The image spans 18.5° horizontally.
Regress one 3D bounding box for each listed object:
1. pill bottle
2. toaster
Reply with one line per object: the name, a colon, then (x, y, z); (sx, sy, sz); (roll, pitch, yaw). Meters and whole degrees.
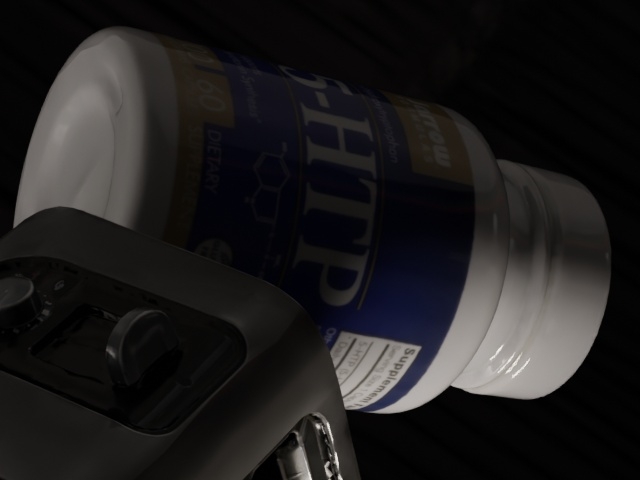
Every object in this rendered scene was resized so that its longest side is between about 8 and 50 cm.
pill bottle: (0.000, 0.000, 0.672); (0.112, 0.187, 0.112); (-31, -127, 55)
toaster: (-0.075, 0.111, 0.543); (0.168, 0.110, 0.185); (-42, 133, -38)
